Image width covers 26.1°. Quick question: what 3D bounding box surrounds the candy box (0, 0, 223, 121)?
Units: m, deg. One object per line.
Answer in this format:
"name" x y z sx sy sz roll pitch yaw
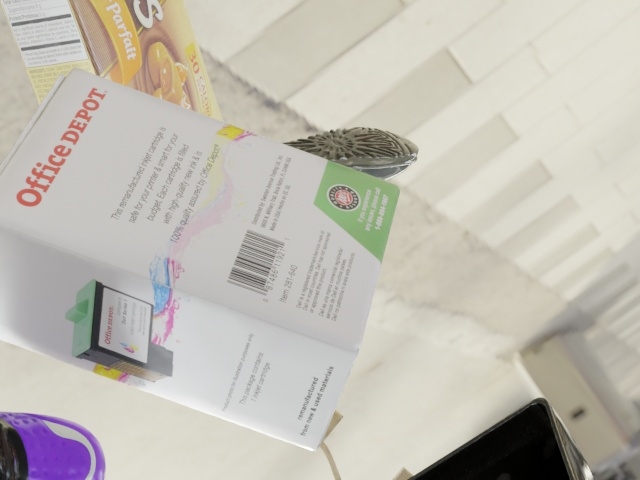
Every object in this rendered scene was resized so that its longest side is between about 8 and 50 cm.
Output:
"candy box" -0.211 -0.213 1.343 0.087 0.317 0.183 -5 -153 27

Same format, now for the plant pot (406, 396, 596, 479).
"plant pot" 0.166 0.275 1.097 0.188 0.187 0.167 -36 120 16

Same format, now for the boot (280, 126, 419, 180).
"boot" 0.000 -0.001 1.357 0.189 0.076 0.209 -9 121 -25

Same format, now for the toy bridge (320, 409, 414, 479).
"toy bridge" 0.062 0.234 1.249 0.063 0.188 0.026 -49 178 -4

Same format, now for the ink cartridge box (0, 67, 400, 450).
"ink cartridge box" -0.099 0.009 1.028 0.201 0.278 0.117 -72 -177 -52

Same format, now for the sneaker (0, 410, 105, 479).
"sneaker" -0.250 0.153 0.886 0.293 0.102 0.146 -1 154 -40
